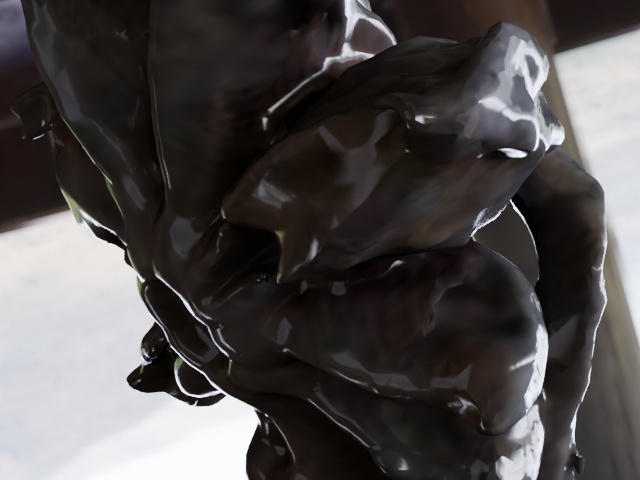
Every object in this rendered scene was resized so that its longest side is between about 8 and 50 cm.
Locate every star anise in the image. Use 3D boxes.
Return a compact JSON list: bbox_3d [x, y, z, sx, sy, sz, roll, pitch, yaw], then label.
[{"bbox_3d":[0.000,0.000,0.667,0.139,0.316,0.359,-27,178,-24],"label":"star anise"}]
